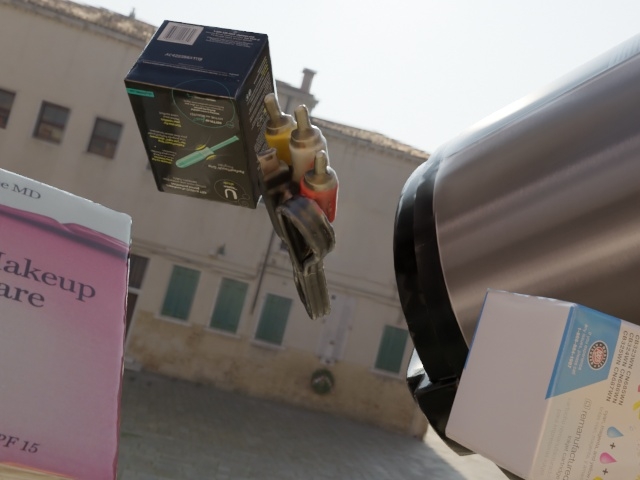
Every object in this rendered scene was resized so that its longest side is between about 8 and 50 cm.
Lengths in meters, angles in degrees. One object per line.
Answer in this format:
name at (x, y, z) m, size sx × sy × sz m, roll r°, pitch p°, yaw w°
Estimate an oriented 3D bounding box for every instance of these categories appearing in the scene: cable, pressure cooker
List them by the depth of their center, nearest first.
pressure cooker at (0.273, 0.021, 0.691) m, size 0.370 × 0.375 × 0.420 m, roll 13°, pitch -30°, yaw -43°
cable at (0.000, 0.000, 0.727) m, size 0.139 × 0.072 × 0.287 m, roll 57°, pitch -10°, yaw 39°

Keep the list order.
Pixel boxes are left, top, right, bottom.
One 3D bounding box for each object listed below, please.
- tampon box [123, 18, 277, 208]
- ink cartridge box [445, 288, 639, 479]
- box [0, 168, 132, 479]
tampon box at (-0.115, -0.129, 0.787) m, size 0.120 × 0.101 × 0.161 m, roll 12°, pitch -37°, yaw 12°
ink cartridge box at (0.163, 0.093, 0.421) m, size 0.143 × 0.092 × 0.090 m, roll 18°, pitch -5°, yaw -16°
box at (-0.208, 0.073, 0.451) m, size 0.149 × 0.127 × 0.232 m, roll 21°, pitch 32°, yaw -26°
